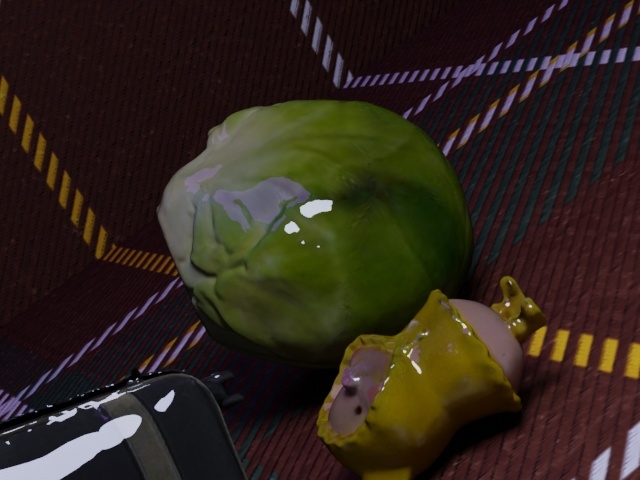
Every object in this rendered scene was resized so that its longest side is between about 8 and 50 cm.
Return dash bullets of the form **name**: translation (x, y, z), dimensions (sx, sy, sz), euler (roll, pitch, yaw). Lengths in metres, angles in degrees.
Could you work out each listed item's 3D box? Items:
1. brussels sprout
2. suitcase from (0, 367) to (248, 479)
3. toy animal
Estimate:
- **brussels sprout**: translation (0.000, 0.000, 1.751), dimensions (0.344, 0.268, 0.344), euler (-4, 47, 4)
- **suitcase**: translation (-0.205, 0.273, 1.130), dimensions (0.434, 0.283, 0.194), euler (-19, -9, -28)
- **toy animal**: translation (0.106, 0.128, 1.459), dimensions (0.230, 0.156, 0.156), euler (-41, 15, 5)
